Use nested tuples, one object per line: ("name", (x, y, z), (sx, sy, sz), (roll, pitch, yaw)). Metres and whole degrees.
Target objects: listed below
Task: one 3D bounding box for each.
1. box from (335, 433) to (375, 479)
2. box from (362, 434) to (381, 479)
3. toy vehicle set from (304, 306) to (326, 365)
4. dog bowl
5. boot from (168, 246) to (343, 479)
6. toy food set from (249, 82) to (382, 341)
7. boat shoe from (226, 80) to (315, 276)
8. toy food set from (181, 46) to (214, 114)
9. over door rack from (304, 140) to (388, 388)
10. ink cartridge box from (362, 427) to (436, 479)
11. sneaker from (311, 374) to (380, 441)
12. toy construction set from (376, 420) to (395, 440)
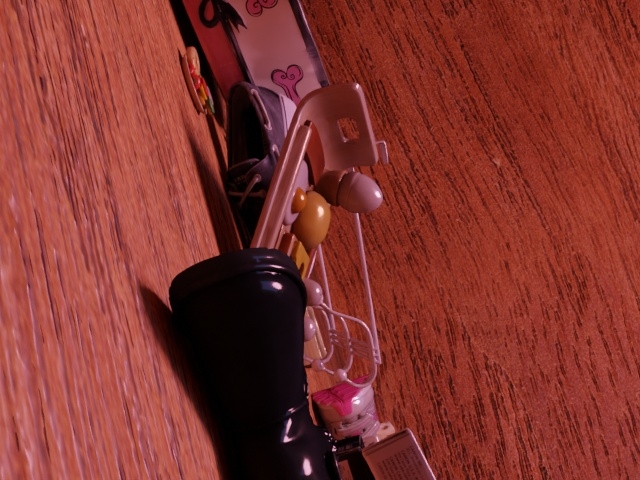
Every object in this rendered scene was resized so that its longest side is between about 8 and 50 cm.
("box", (0.038, 0.325, 1.207), (0.147, 0.077, 0.180), (58, 14, -85))
("box", (0.074, 0.401, 1.371), (0.113, 0.094, 0.275), (66, 6, -76))
("toy vehicle set", (-0.046, 0.082, 1.769), (0.166, 0.035, 0.267), (64, 9, -80))
("dog bowl", (-0.119, -0.354, 1.577), (0.408, 0.150, 0.408), (-23, 90, -89))
("boot", (-0.025, 0.140, 0.738), (0.246, 0.094, 0.207), (83, -12, -63))
("toy food set", (0.000, 0.000, 1.204), (0.220, 0.092, 0.306), (66, 39, -70))
("boat shoe", (-0.078, -0.074, 1.391), (0.102, 0.108, 0.301), (19, 59, -47))
("toy food set", (-0.155, -0.199, 1.330), (0.083, 0.020, 0.083), (-106, 178, -53))
("over door rack", (0.006, 0.028, 1.468), (0.239, 0.108, 0.324), (-173, -96, -74))
("ink cartridge box", (0.133, 0.339, 1.130), (0.275, 0.060, 0.239), (63, 0, 12))
("sneaker", (0.053, 0.289, 1.728), (0.252, 0.103, 0.111), (60, 11, -80))
("toy construction set", (0.157, 0.507, 2.095), (0.328, 0.151, 0.215), (64, 28, -14))
